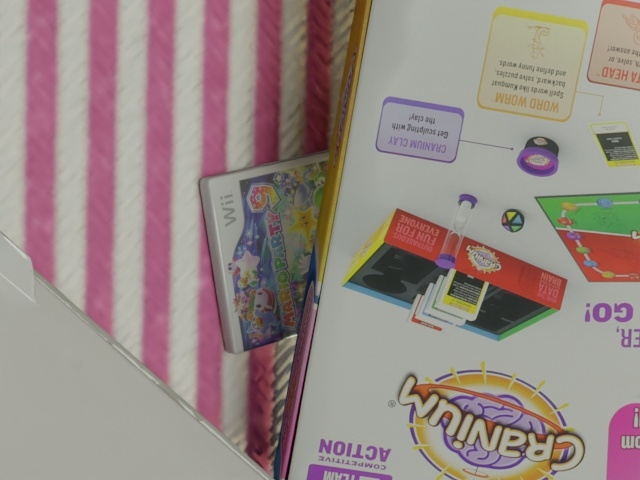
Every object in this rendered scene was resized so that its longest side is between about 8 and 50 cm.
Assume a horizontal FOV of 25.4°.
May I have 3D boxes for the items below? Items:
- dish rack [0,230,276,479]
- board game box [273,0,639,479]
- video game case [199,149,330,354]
[{"bbox_3d":[-0.088,0.130,0.503,0.333,0.072,0.285,43,27,-18],"label":"dish rack"},{"bbox_3d":[0.120,-0.013,0.662,0.242,0.064,0.316,10,101,-4],"label":"board game box"},{"bbox_3d":[0.000,0.000,0.712,0.122,0.011,0.087,-15,103,-32],"label":"video game case"}]
